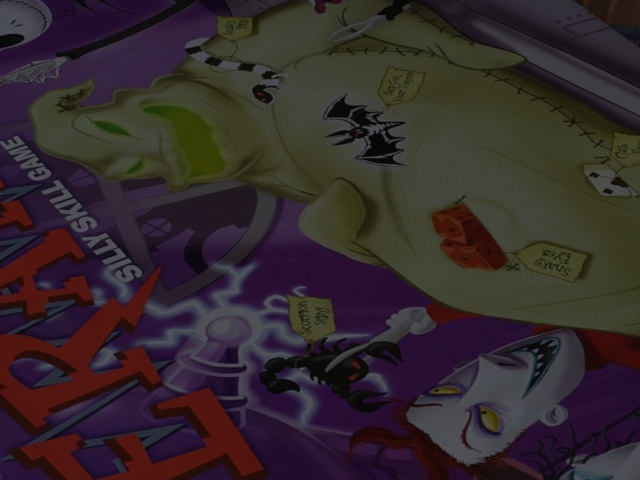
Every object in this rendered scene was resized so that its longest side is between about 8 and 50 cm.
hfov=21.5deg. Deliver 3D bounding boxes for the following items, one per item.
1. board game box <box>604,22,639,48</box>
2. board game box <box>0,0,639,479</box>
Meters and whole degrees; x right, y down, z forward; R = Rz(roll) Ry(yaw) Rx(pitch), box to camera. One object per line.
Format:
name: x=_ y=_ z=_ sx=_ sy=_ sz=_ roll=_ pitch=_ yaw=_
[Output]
board game box: x=0.099 y=-0.020 z=0.723 sx=0.060 sy=0.194 sz=0.194 roll=36 pitch=67 yaw=-32
board game box: x=0.000 y=0.000 z=0.409 sx=0.208 sy=0.347 sz=0.056 roll=-23 pitch=132 yaw=-20
